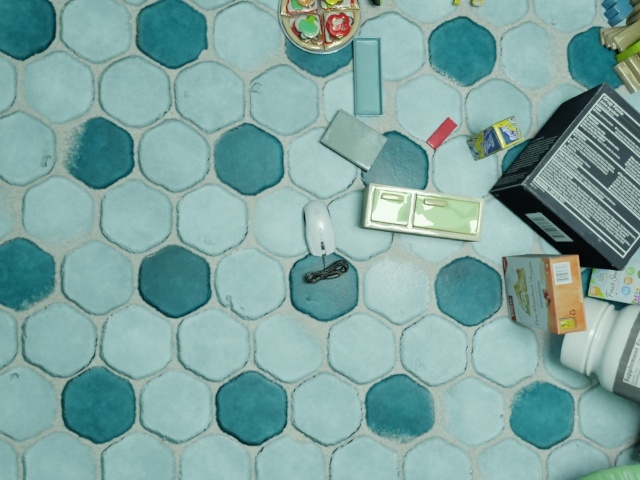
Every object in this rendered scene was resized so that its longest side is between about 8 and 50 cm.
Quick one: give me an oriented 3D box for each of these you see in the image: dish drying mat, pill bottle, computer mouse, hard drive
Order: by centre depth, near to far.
[{"bbox_3d":[0.724,0.257,1.076,0.361,0.204,0.204,20,87,38],"label":"pill bottle"},{"bbox_3d":[0.000,0.000,1.194,0.106,0.042,0.192,-12,90,-3],"label":"computer mouse"},{"bbox_3d":[0.079,-0.238,1.214,0.135,0.022,0.094,32,87,-2],"label":"hard drive"},{"bbox_3d":[0.294,-0.259,1.236,0.032,0.008,0.083,42,86,-3],"label":"dish drying mat"}]

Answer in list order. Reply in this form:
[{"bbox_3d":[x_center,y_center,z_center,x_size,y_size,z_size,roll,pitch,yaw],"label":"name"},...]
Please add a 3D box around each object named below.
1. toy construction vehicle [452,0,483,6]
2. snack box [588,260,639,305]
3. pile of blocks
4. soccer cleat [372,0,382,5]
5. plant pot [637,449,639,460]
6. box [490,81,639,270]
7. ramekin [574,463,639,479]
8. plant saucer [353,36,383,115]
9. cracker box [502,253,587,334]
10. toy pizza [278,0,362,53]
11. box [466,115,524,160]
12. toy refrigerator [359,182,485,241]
[{"bbox_3d":[0.362,-0.617,1.240,0.086,0.035,0.098,2,91,-15],"label":"toy construction vehicle"},{"bbox_3d":[0.717,0.097,1.197,0.037,0.141,0.100,17,86,-47],"label":"snack box"},{"bbox_3d":[0.765,-0.548,1.222,0.149,0.112,0.361,-11,89,-4],"label":"pile of blocks"},{"bbox_3d":[0.098,-0.632,1.212,0.072,0.060,0.178,-20,84,6],"label":"soccer cleat"},{"bbox_3d":[0.888,0.399,1.158,0.257,0.256,0.273,21,72,-3],"label":"plant pot"},{"bbox_3d":[0.617,-0.135,1.167,0.296,0.183,0.294,40,88,-4],"label":"box"},{"bbox_3d":[0.686,0.600,1.102,0.304,0.303,0.148,1,47,-4],"label":"ramekin"},{"bbox_3d":[0.114,-0.392,1.223,0.067,0.018,0.191,-1,88,-4],"label":"plant saucer"},{"bbox_3d":[0.486,0.110,1.127,0.067,0.232,0.155,-7,89,-3],"label":"cracker box"},{"bbox_3d":[0.001,-0.546,1.212,0.202,0.032,0.201,0,89,-4],"label":"toy pizza"},{"bbox_3d":[0.394,-0.229,1.161,0.054,0.169,0.059,-24,91,-4],"label":"box"},{"bbox_3d":[0.235,-0.062,1.185,0.270,0.094,0.102,8,88,-3],"label":"toy refrigerator"}]
